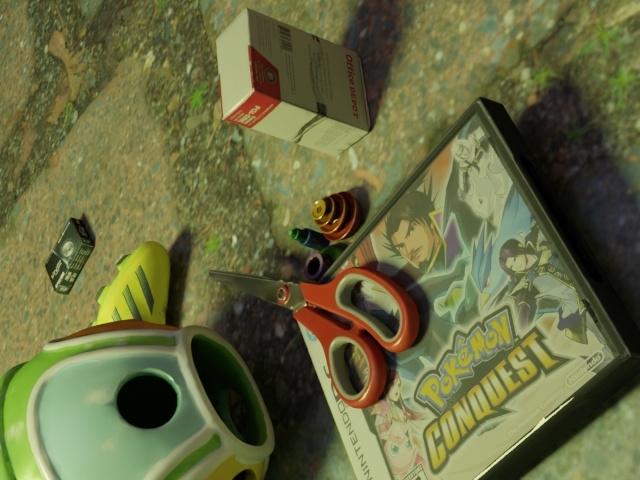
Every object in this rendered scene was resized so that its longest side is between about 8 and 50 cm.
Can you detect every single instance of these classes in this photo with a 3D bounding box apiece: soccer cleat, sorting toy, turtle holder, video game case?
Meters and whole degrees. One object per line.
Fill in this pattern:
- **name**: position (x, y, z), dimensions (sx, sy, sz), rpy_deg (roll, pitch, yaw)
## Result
- **soccer cleat**: position (-0.206, 0.144, 1.194), dimensions (0.121, 0.093, 0.289), rpy_deg (14, 76, 15)
- **sorting toy**: position (0.000, 0.000, 1.008), dimensions (0.061, 0.042, 0.102), rpy_deg (9, 83, 53)
- **turtle holder**: position (-0.162, 0.215, 0.968), dimensions (0.227, 0.243, 0.320), rpy_deg (-33, 42, 15)
- **video game case**: position (0.096, 0.070, 0.838), dimensions (0.275, 0.035, 0.248), rpy_deg (-50, 45, 33)

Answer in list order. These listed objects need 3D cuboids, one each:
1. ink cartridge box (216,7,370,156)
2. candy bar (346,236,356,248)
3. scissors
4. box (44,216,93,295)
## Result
- **ink cartridge box**: position (-0.026, -0.147, 1.024), dimensions (0.056, 0.135, 0.099), rpy_deg (-36, 49, 42)
- **candy bar**: position (0.070, 0.033, 0.927), dimensions (0.161, 0.018, 0.040), rpy_deg (26, 96, 52)
- **scissors**: position (-0.015, 0.043, 0.947), dimensions (0.297, 0.021, 0.109), rpy_deg (36, 112, 51)
- **box**: position (-0.336, 0.021, 1.441), dimensions (0.083, 0.018, 0.067), rpy_deg (-57, 39, 19)
